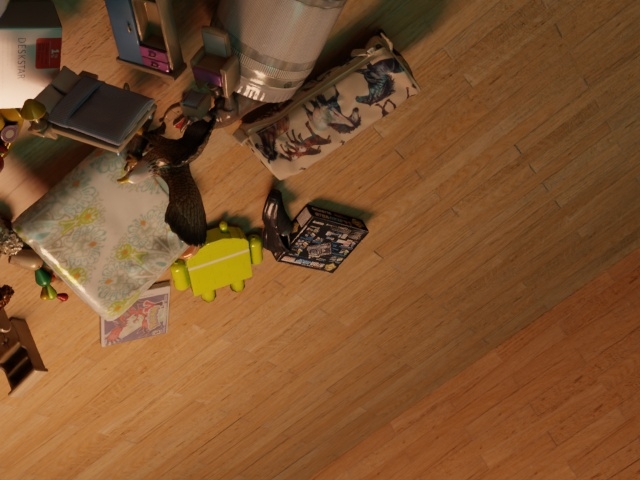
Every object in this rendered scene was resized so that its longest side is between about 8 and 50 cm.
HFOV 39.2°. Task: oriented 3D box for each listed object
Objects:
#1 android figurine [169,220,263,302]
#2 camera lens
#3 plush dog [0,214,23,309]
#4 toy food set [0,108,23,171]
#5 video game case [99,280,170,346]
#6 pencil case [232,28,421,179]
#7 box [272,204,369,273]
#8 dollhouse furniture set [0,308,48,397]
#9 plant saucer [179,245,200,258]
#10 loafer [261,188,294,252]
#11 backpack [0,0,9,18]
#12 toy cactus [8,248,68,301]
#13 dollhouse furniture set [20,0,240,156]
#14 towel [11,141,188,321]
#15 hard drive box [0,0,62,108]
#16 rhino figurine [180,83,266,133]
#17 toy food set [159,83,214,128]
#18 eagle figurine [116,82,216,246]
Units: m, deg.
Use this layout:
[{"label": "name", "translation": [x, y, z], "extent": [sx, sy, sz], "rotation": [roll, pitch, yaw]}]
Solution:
[{"label": "android figurine", "translation": [-0.266, 0.053, 2.322], "extent": [0.248, 0.056, 0.273], "rotation": [-20, 143, -11]}, {"label": "camera lens", "translation": [-0.085, -0.432, 1.720], "extent": [0.219, 0.219, 0.274], "rotation": [1, 134, -34]}, {"label": "plush dog", "translation": [-0.760, 0.060, 1.864], "extent": [0.210, 0.225, 0.262], "rotation": [-44, 141, 19]}, {"label": "toy food set", "translation": [-0.662, -0.180, 1.771], "extent": [0.128, 0.071, 0.218], "rotation": [7, 131, -39]}, {"label": "video game case", "translation": [-0.491, 0.196, 2.375], "extent": [0.183, 0.023, 0.201], "rotation": [-11, 140, -22]}, {"label": "pencil case", "translation": [0.012, -0.295, 2.000], "extent": [0.410, 0.160, 0.183], "rotation": [-33, 134, 5]}, {"label": "box", "translation": [0.000, 0.000, 2.435], "extent": [0.220, 0.051, 0.175], "rotation": [13, 127, -42]}, {"label": "dollhouse furniture set", "translation": [-0.792, 0.270, 2.117], "extent": [0.212, 0.161, 0.242], "rotation": [-43, 151, 19]}, {"label": "plant saucer", "translation": [-0.337, 0.006, 2.207], "extent": [0.083, 0.083, 0.013], "rotation": [-36, -173, 10]}, {"label": "loafer", "translation": [-0.104, -0.047, 2.276], "extent": [0.078, 0.076, 0.223], "rotation": [15, 144, 9]}, {"label": "backpack", "translation": [-0.559, -0.468, 1.342], "extent": [0.355, 0.273, 0.290], "rotation": [-32, -170, 28]}, {"label": "toy cactus", "translation": [-0.626, 0.061, 2.075], "extent": [0.180, 0.112, 0.219], "rotation": [11, 138, -29]}, {"label": "dollhouse furniture set", "translation": [-0.346, -0.297, 1.582], "extent": [0.303, 0.286, 0.198], "rotation": [-58, 157, -33]}, {"label": "towel", "translation": [-0.450, -0.026, 1.979], "extent": [0.320, 0.090, 0.374], "rotation": [-46, 141, -15]}, {"label": "hard drive box", "translation": [-0.594, -0.333, 1.618], "extent": [0.232, 0.089, 0.181], "rotation": [-8, 140, -26]}, {"label": "rhino figurine", "translation": [-0.196, -0.294, 1.923], "extent": [0.243, 0.073, 0.106], "rotation": [-34, 144, -5]}, {"label": "toy food set", "translation": [-0.283, -0.280, 1.941], "extent": [0.122, 0.019, 0.078], "rotation": [-45, 141, 20]}, {"label": "eagle figurine", "translation": [-0.287, -0.144, 1.758], "extent": [0.225, 0.298, 0.226], "rotation": [-53, 142, -10]}]
